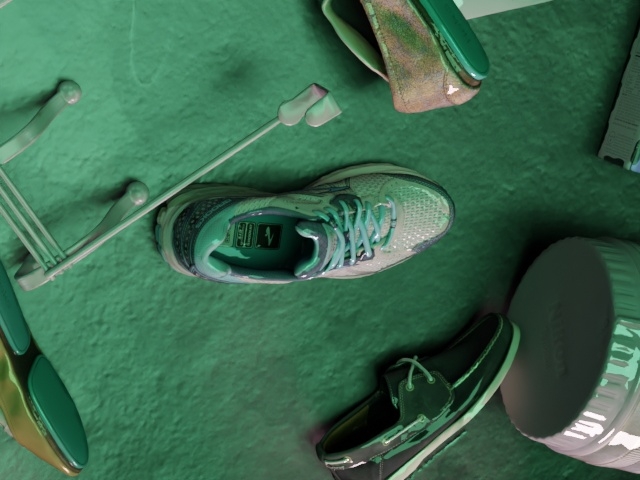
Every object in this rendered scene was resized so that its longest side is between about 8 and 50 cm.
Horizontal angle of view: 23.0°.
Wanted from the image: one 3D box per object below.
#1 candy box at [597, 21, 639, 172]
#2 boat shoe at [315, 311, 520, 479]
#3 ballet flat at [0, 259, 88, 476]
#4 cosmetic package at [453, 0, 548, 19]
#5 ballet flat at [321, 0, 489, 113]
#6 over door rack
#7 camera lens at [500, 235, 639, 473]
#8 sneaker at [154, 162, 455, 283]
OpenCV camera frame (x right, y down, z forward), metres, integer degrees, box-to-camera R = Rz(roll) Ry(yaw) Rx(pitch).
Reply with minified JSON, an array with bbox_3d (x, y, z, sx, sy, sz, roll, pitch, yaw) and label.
[{"bbox_3d":[0.387,-0.151,1.558,0.165,0.070,0.196,13,99,-22],"label":"candy box"},{"bbox_3d":[0.097,0.150,1.518,0.233,0.084,0.079,-43,113,-3],"label":"boat shoe"},{"bbox_3d":[-0.279,0.111,1.389,0.073,0.080,0.232,-17,108,14],"label":"ballet flat"},{"bbox_3d":[0.206,-0.276,1.466,0.239,0.060,0.099,-14,111,-16],"label":"cosmetic package"},{"bbox_3d":[0.032,-0.250,1.380,0.106,0.107,0.316,-25,93,29],"label":"ballet flat"},{"bbox_3d":[-0.178,-0.134,1.323,0.324,0.108,0.239,-30,112,8],"label":"over door rack"},{"bbox_3d":[0.340,0.121,1.526,0.274,0.219,0.219,14,98,-22],"label":"camera lens"},{"bbox_3d":[0.000,0.000,1.425,0.283,0.122,0.110,-8,105,-18],"label":"sneaker"}]
